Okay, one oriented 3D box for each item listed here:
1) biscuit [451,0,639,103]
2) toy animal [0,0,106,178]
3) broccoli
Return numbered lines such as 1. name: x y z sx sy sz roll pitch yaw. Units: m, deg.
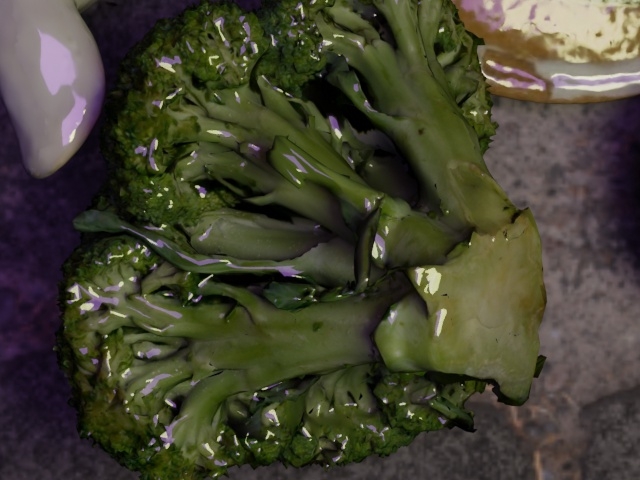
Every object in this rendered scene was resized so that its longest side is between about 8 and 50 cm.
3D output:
1. biscuit: 0.189 -0.253 1.113 0.287 0.057 0.344 9 90 -5
2. toy animal: -0.176 -0.230 0.988 0.196 0.241 0.368 15 98 12
3. broccoli: 0.000 0.000 0.981 0.303 0.283 0.321 -18 113 -30
